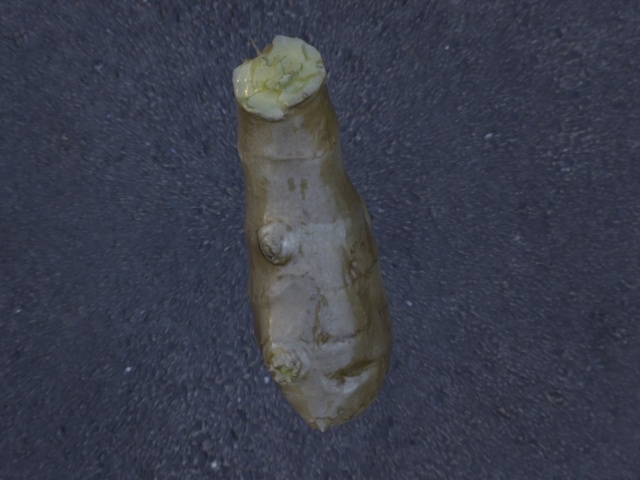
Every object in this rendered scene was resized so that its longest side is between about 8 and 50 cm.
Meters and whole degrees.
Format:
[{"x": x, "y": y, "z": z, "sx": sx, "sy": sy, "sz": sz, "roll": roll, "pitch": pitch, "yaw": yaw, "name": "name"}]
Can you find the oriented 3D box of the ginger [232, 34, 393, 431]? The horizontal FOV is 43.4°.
[{"x": 0.015, "y": -0.009, "z": 0.767, "sx": 0.166, "sy": 0.236, "sz": 0.375, "roll": 22, "pitch": 119, "yaw": 29, "name": "ginger"}]
